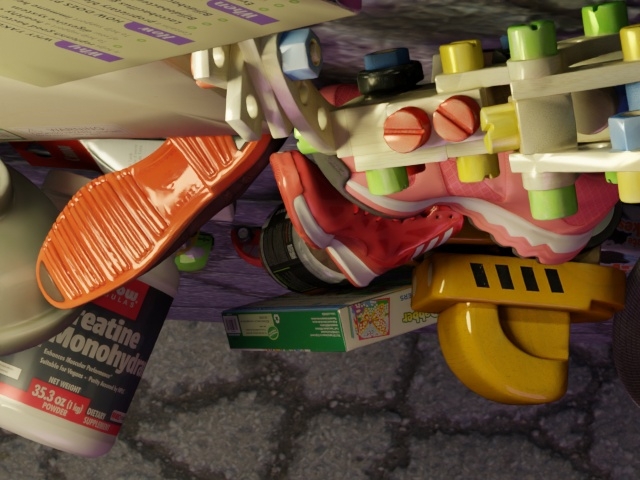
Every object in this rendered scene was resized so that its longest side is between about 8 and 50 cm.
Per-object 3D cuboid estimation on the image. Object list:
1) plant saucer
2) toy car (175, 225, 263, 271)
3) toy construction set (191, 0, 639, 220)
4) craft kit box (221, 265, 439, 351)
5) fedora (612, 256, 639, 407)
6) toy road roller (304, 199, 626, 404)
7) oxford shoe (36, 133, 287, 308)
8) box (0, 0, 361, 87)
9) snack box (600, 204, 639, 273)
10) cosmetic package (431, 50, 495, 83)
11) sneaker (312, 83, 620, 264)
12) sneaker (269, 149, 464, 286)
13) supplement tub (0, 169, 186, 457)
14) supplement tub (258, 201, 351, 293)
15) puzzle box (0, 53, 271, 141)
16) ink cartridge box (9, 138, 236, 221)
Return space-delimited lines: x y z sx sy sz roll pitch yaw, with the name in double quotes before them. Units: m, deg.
"plant saucer" -0.397 -0.034 1.342 0.401 0.100 0.400 16 -156 -7
"toy car" -0.165 0.012 2.029 0.239 0.053 0.225 7 170 -21
"toy construction set" 0.081 -0.088 0.964 0.328 0.151 0.215 9 -162 18
"craft kit box" 0.051 0.077 1.735 0.247 0.061 0.250 -18 -173 -33
"fedora" 0.422 0.063 1.586 0.244 0.275 0.124 27 -171 -16
"toy road roller" 0.145 0.042 1.481 0.330 0.240 0.202 4 171 -5
"oxford shoe" -0.131 -0.028 1.275 0.271 0.097 0.098 -37 162 16
"box" -0.136 -0.164 0.665 0.243 0.117 0.214 -6 167 44
"snack box" 0.308 -0.002 1.721 0.322 0.060 0.187 4 172 -5
"cosmetic package" 0.146 -0.117 1.104 0.115 0.041 0.060 0 170 23
"sneaker" 0.131 -0.085 1.218 0.314 0.116 0.136 16 137 -30
"sneaker" 0.047 -0.041 1.273 0.128 0.087 0.221 -25 155 11
"supplement tub" -0.268 0.080 1.578 0.191 0.272 0.191 21 173 3
"supplement tub" 0.000 0.000 1.679 0.117 0.117 0.190 7 171 -20
"puzzle box" -0.264 -0.133 1.136 0.409 0.052 0.272 0 171 22
"ink cartridge box" -0.208 -0.066 1.547 0.232 0.066 0.189 -1 172 -1
